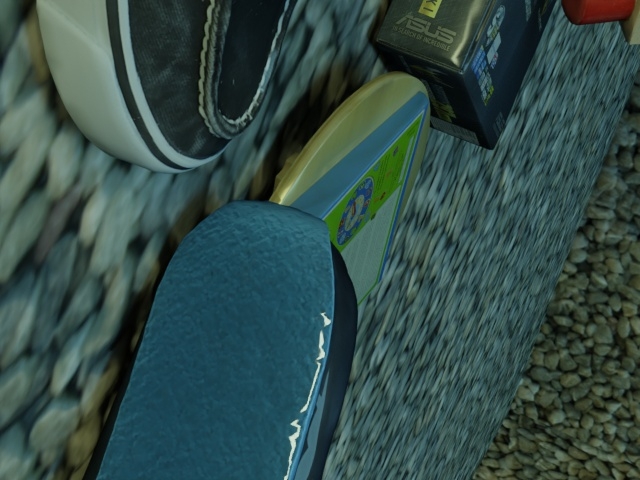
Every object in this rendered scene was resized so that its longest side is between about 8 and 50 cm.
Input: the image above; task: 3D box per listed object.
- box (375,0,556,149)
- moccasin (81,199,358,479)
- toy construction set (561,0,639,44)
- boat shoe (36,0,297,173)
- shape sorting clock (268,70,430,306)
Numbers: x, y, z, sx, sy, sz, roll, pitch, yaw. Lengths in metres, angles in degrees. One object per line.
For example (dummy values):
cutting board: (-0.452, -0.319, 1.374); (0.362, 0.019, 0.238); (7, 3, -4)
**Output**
box: (0.109, -0.167, 0.964); (0.232, 0.059, 0.183); (40, 72, -78)
moccasin: (-0.054, 0.155, 0.705); (0.342, 0.137, 0.117); (-64, 166, -6)
toy construction set: (0.198, -0.212, 0.610); (0.237, 0.308, 0.257); (141, -32, -74)
boat shoe: (-0.011, -0.125, 0.449); (0.108, 0.102, 0.301); (-54, 162, -43)
shape sorting clock: (0.000, 0.000, 0.861); (0.206, 0.040, 0.206); (-55, 163, -26)
